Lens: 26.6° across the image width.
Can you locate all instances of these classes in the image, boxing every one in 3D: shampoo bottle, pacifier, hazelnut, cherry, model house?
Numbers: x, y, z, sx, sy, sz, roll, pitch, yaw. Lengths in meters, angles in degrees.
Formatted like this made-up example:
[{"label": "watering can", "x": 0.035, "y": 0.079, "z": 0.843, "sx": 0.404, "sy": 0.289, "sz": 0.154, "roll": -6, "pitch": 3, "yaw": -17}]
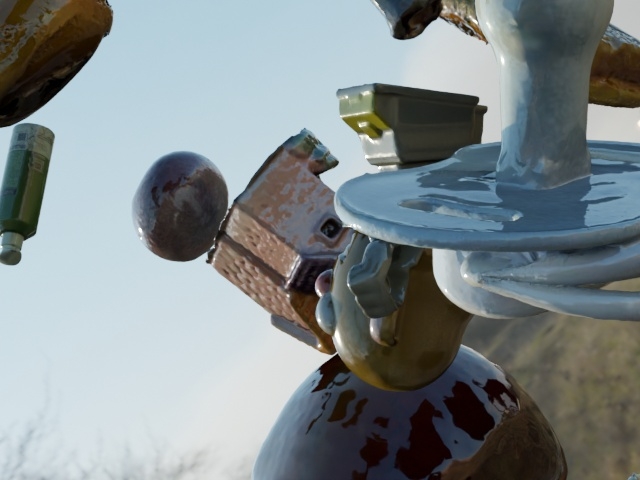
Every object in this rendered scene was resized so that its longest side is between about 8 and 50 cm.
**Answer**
[{"label": "shampoo bottle", "x": -0.410, "y": -0.061, "z": 1.859, "sx": 0.065, "sy": 0.065, "sz": 0.205, "roll": 120, "pitch": 158, "yaw": -61}, {"label": "pacifier", "x": 0.152, "y": -0.077, "z": 0.851, "sx": 0.244, "sy": 0.233, "sz": 0.299, "roll": 5, "pitch": 16, "yaw": 39}, {"label": "hazelnut", "x": 0.094, "y": 0.326, "z": 1.624, "sx": 0.402, "sy": 0.402, "sz": 0.429, "roll": 28, "pitch": -97, "yaw": -81}, {"label": "cherry", "x": -0.213, "y": -0.053, "z": 2.028, "sx": 0.176, "sy": 0.140, "sz": 0.176, "roll": 14, "pitch": -90, "yaw": -72}, {"label": "model house", "x": 0.000, "y": 0.000, "z": 1.904, "sx": 0.202, "sy": 0.237, "sz": 0.237, "roll": -47, "pitch": -6, "yaw": -30}]

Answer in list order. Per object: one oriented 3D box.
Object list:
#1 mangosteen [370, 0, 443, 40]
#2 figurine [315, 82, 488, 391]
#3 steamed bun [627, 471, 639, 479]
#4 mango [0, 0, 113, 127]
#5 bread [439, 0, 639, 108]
[{"label": "mangosteen", "x": -0.006, "y": -0.269, "z": 0.922, "sx": 0.231, "sy": 0.289, "sz": 0.231, "roll": -20, "pitch": -12, "yaw": -5}, {"label": "figurine", "x": 0.083, "y": 0.002, "z": 1.302, "sx": 0.167, "sy": 0.285, "sz": 0.342, "roll": 2, "pitch": 1, "yaw": 34}, {"label": "steamed bun", "x": 0.332, "y": 0.355, "z": 1.230, "sx": 0.292, "sy": 0.295, "sz": 0.137, "roll": 18, "pitch": -66, "yaw": -49}, {"label": "mango", "x": -0.371, "y": -0.239, "z": 1.699, "sx": 0.249, "sy": 0.151, "sz": 0.156, "roll": -47, "pitch": -3, "yaw": -4}, {"label": "bread", "x": 0.201, "y": -0.196, "z": 1.245, "sx": 0.139, "sy": 0.271, "sz": 0.077, "roll": 9, "pitch": -67, "yaw": -36}]
